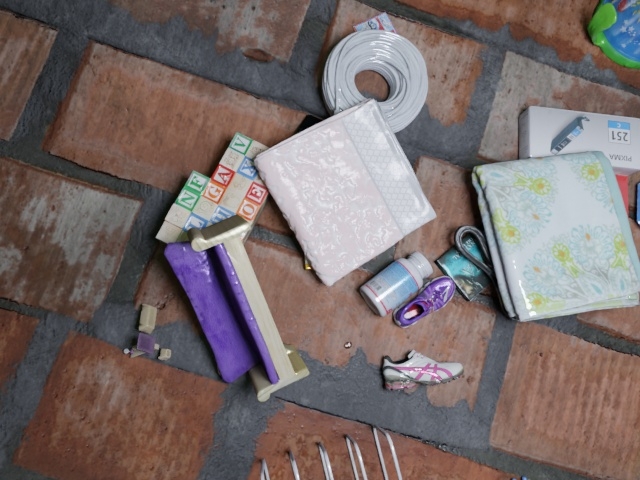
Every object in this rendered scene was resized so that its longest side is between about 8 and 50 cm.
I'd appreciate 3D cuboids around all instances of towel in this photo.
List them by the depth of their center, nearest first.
[{"bbox_3d":[0.063,-0.113,1.196,0.317,0.053,0.331,-30,99,-9],"label":"towel"},{"bbox_3d":[0.539,-0.016,1.198,0.321,0.090,0.374,-7,76,-11],"label":"towel"}]

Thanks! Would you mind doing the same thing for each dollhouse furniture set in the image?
[{"bbox_3d":[-0.388,0.209,1.184,0.081,0.091,0.114,-22,54,31],"label":"dollhouse furniture set"}]

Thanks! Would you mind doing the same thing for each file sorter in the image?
[{"bbox_3d":[0.022,0.509,1.086,0.278,0.193,0.172,-14,80,-8],"label":"file sorter"}]

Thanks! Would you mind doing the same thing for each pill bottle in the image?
[{"bbox_3d":[0.176,0.097,1.218,0.160,0.087,0.087,-36,86,-9],"label":"pill bottle"}]

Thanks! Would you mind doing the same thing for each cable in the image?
[{"bbox_3d":[0.420,0.082,1.248,0.287,0.072,0.139,34,99,5],"label":"cable"},{"bbox_3d":[0.130,-0.376,1.284,0.257,0.089,0.256,-10,86,-9],"label":"cable"}]

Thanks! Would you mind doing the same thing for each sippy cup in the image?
[{"bbox_3d":[0.853,-0.587,1.325,0.240,0.224,0.305,39,80,2],"label":"sippy cup"}]

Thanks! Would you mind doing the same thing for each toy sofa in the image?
[{"bbox_3d":[-0.174,0.141,1.084,0.177,0.150,0.362,-23,106,-12],"label":"toy sofa"}]

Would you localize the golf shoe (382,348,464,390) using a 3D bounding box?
[{"bbox_3d":[0.234,0.289,1.203,0.186,0.067,0.085,-6,80,-6],"label":"golf shoe"}]

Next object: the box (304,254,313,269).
[{"bbox_3d":[0.000,0.000,1.246,0.081,0.028,0.136,-3,84,-6],"label":"box"}]

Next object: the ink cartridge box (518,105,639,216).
[{"bbox_3d":[0.648,-0.189,1.322,0.297,0.066,0.260,5,79,-5],"label":"ink cartridge box"}]

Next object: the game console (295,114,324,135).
[{"bbox_3d":[-0.003,-0.231,1.290,0.122,0.071,0.107,25,109,-1],"label":"game console"}]

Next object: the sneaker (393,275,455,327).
[{"bbox_3d":[0.248,0.146,1.225,0.170,0.071,0.068,-37,86,-11],"label":"sneaker"}]

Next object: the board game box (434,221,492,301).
[{"bbox_3d":[0.385,0.042,1.278,0.186,0.026,0.126,-39,86,-10],"label":"board game box"}]

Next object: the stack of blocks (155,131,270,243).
[{"bbox_3d":[-0.220,-0.091,1.207,0.171,0.087,0.297,27,79,-1],"label":"stack of blocks"}]

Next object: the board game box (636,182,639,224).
[{"bbox_3d":[0.861,-0.080,1.344,0.133,0.033,0.168,10,75,1],"label":"board game box"}]

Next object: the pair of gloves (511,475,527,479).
[{"bbox_3d":[0.416,0.630,1.190,0.198,0.023,0.159,-16,83,-9],"label":"pair of gloves"}]

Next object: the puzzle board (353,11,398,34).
[{"bbox_3d":[0.155,-0.512,1.351,0.097,0.011,0.128,-27,84,-9],"label":"puzzle board"}]
